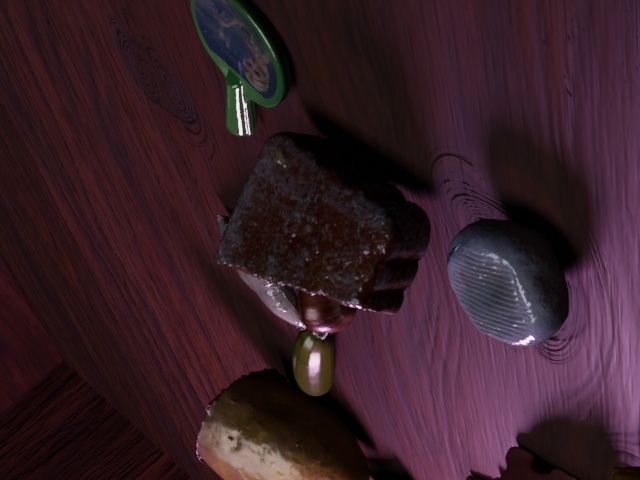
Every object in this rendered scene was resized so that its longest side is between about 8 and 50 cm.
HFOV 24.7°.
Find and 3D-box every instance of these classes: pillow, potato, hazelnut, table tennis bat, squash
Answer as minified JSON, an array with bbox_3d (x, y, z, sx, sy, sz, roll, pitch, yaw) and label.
[{"bbox_3d":[-0.088,0.043,2.087,0.128,0.051,0.229,57,174,-28],"label":"pillow"},{"bbox_3d":[-0.041,0.363,2.469,0.266,0.229,0.229,33,157,28],"label":"potato"},{"bbox_3d":[0.009,0.086,1.984,0.086,0.086,0.086,42,161,18],"label":"hazelnut"},{"bbox_3d":[-0.094,-0.201,1.694,0.160,0.039,0.257,44,159,19],"label":"table tennis bat"},{"bbox_3d":[-0.010,0.180,2.224,0.066,0.066,0.252,42,160,19],"label":"squash"}]

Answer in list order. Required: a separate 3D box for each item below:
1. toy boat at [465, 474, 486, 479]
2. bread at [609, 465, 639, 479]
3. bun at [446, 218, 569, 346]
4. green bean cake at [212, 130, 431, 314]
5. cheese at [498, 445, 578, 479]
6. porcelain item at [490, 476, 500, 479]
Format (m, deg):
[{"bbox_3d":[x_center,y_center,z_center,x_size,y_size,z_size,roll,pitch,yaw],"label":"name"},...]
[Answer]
[{"bbox_3d":[0.258,0.391,2.129,0.115,0.016,0.063,53,161,-18],"label":"toy boat"},{"bbox_3d":[0.392,0.356,1.555,0.270,0.148,0.270,42,165,14],"label":"bread"},{"bbox_3d":[0.193,0.036,1.456,0.141,0.083,0.141,38,149,28],"label":"bun"},{"bbox_3d":[0.005,0.001,1.647,0.232,0.198,0.097,33,-160,34],"label":"green bean cake"},{"bbox_3d":[0.271,0.387,1.835,0.203,0.177,0.128,27,152,45],"label":"cheese"},{"bbox_3d":[0.265,0.349,2.008,0.083,0.028,0.036,12,138,59],"label":"porcelain item"}]
